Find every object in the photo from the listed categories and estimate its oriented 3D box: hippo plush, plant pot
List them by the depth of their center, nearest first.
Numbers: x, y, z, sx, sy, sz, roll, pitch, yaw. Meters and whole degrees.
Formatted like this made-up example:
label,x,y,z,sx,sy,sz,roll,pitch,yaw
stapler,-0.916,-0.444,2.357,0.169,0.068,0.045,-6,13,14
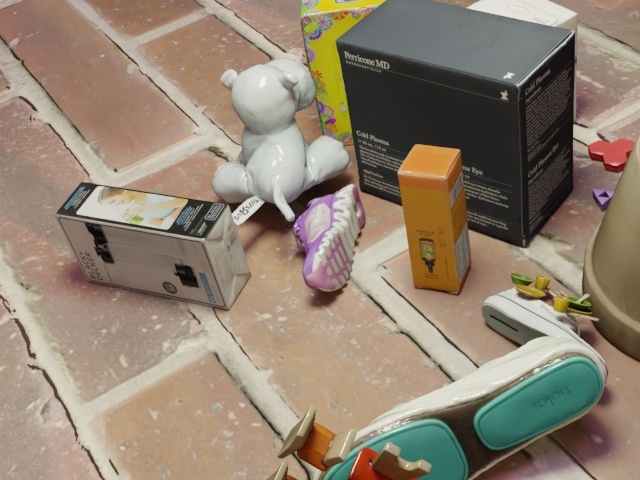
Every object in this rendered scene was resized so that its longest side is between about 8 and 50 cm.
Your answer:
label,x,y,z,sx,sy,sz,roll,pitch,yaw
plant pot,0.529,-0.023,1.330,0.323,0.280,0.323,-7,46,7
hippo plush,-0.106,-0.190,1.680,0.234,0.236,0.294,-3,23,29

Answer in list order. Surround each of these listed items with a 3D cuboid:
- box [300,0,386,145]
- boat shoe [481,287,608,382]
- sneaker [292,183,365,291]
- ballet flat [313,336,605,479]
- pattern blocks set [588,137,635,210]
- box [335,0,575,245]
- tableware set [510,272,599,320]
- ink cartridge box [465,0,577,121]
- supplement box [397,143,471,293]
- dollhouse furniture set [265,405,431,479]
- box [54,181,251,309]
label,x,y,z,sx,sy,sz,roll,pitch,yaw
box,0.072,-0.384,1.861,0.177,0.290,0.279,-7,42,7
boat shoe,0.330,0.125,1.375,0.076,0.083,0.226,-33,44,-20
sneaker,0.000,0.000,1.604,0.105,0.095,0.236,-4,36,20
ballet flat,0.174,0.239,1.259,0.400,0.139,0.139,-26,42,-1
pattern blocks set,0.617,-0.095,1.597,0.325,0.026,0.285,-2,42,12
box,0.228,-0.205,1.601,0.343,0.312,0.179,22,51,33
tableware set,0.335,0.075,1.402,0.104,0.024,0.154,13,12,-8
ink cartridge box,0.343,-0.306,1.746,0.168,0.232,0.171,-31,44,-20
supplement box,0.177,-0.029,1.475,0.078,0.233,0.080,9,42,24
dollhouse furniture set,0.037,0.363,1.108,0.262,0.135,0.259,30,56,-3
box,-0.276,0.008,1.602,0.290,0.169,0.087,10,48,23
